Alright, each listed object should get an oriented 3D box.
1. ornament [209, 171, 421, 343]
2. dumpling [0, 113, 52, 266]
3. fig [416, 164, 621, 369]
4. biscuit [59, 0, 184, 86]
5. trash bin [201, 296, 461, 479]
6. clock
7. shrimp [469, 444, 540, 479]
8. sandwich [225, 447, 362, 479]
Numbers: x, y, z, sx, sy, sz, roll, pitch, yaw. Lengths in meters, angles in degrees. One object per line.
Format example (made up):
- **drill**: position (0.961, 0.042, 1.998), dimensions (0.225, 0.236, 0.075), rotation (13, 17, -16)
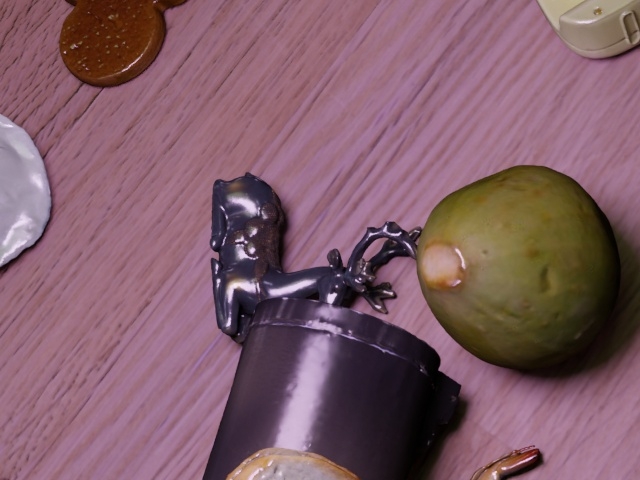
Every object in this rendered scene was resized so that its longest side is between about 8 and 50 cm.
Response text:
- **ornament**: position (0.000, 0.000, 1.900), dimensions (0.236, 0.080, 0.202), rotation (-11, 64, 19)
- **dumpling**: position (-0.414, -0.058, 2.088), dimensions (0.108, 0.153, 0.219), rotation (-24, 64, 61)
- **fig**: position (0.196, 0.019, 1.719), dimensions (0.207, 0.230, 0.207), rotation (-9, 61, 18)
- **biscuit**: position (-0.252, -0.300, 2.173), dimensions (0.180, 0.039, 0.236), rotation (6, 68, 21)
- **trash bin**: position (-0.013, 0.233, 1.714), dimensions (0.252, 0.203, 0.301), rotation (23, 70, -15)
- **clock**: position (0.319, -0.366, 1.949), dimensions (0.235, 0.096, 0.308), rotation (-33, 56, 4)
- **shrimp**: position (0.224, 0.262, 1.706), dimensions (0.178, 0.034, 0.124), rotation (-7, 56, 23)
- **sandwich**: position (-0.017, 0.338, 1.531), dimensions (0.249, 0.095, 0.273), rotation (30, 75, -1)
